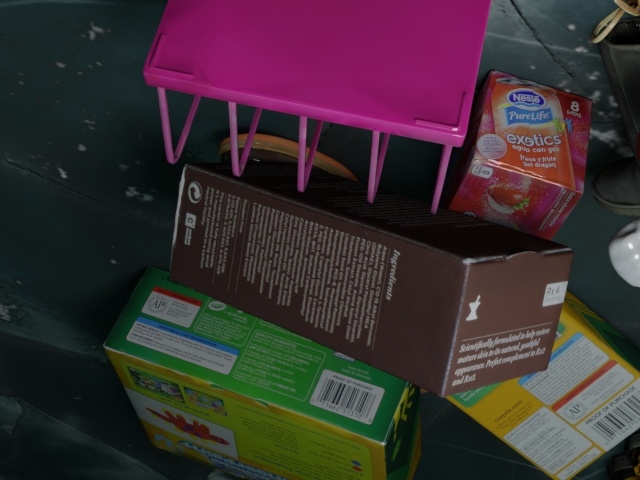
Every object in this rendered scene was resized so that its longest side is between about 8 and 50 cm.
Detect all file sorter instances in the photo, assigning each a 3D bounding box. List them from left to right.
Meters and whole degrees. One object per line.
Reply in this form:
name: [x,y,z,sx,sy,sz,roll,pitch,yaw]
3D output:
file sorter: [0.002,-0.162,1.113,0.290,0.202,0.182,12,151,4]

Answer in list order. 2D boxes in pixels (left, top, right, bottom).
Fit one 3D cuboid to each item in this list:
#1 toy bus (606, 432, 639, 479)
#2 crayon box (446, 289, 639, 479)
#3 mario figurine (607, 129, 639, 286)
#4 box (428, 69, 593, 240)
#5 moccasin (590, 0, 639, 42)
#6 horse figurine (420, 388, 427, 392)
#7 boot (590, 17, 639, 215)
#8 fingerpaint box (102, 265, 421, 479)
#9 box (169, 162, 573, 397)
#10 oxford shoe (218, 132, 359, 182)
toy bus: [0.590,0.408,1.836,0.211,0.150,0.220,1,146,-3]
crayon box: [0.283,0.165,1.518,0.323,0.083,0.203,38,115,-19]
mario figurine: [0.376,-0.016,0.978,0.170,0.198,0.320,24,175,41]
box: [0.199,-0.052,1.268,0.122,0.128,0.257,16,148,-2]
moccasin: [0.281,-0.242,0.931,0.147,0.139,0.380,-10,144,44]
horse figurine: [0.156,0.198,1.732,0.174,0.066,0.263,17,156,8]
boot: [0.316,-0.121,1.139,0.189,0.076,0.208,9,140,54]
fingerpaint box: [-0.072,0.253,1.775,0.444,0.163,0.371,17,149,16]
box: [0.042,0.024,1.171,0.381,0.143,0.191,18,-166,40]
oxford shoe: [0.000,0.000,1.427,0.130,0.133,0.363,-15,137,40]
